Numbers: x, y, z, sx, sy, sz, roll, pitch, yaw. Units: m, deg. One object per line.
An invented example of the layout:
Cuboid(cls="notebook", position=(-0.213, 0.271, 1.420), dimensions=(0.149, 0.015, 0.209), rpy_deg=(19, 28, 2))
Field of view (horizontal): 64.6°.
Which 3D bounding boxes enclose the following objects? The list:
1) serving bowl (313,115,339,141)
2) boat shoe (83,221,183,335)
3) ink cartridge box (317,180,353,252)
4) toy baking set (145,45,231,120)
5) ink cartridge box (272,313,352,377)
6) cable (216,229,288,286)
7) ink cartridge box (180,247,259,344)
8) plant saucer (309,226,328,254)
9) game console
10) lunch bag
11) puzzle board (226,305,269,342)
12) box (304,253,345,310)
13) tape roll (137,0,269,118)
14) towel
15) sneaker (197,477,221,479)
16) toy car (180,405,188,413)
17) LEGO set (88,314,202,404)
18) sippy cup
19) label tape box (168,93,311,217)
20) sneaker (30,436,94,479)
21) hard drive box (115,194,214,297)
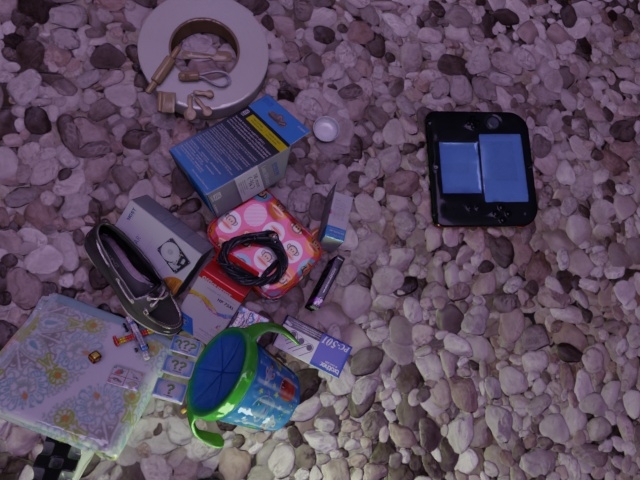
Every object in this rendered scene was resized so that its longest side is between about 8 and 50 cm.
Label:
Cuboid(cls="serving bowl", position=(0.016, -0.343, 1.573), dimensions=(0.083, 0.027, 0.084), rpy_deg=(2, 79, -9))
Cuboid(cls="boat shoe", position=(-0.460, 0.097, 1.259), dimensions=(0.335, 0.095, 0.112), rpy_deg=(49, 45, -2))
Cuboid(cls="ink cartridge box", position=(0.043, -0.069, 1.474), dimensions=(0.061, 0.104, 0.182), rpy_deg=(17, 67, -11))
Cuboid(cls="toy baking set", position=(-0.372, -0.460, 1.458), dimensions=(0.196, 0.030, 0.256), rpy_deg=(28, 83, -9))
Cuboid(cls="ink cartridge box", position=(-0.023, 0.298, 1.429), dimensions=(0.207, 0.046, 0.097), rpy_deg=(27, 76, -4))
Cuboid(cls="cable", position=(-0.180, 0.051, 1.326), dimensions=(0.184, 0.047, 0.151), rpy_deg=(-9, 73, -18))
Cuboid(cls="ink cartridge box", position=(-0.276, 0.151, 1.343), dimensions=(0.134, 0.078, 0.231), rpy_deg=(32, 107, -2))
Cuboid(cls="plant saucer", position=(0.000, 0.000, 1.509), dimensions=(0.083, 0.013, 0.084), rpy_deg=(2, 79, -9))
Cuboid(cls="game console", position=(0.514, -0.229, 1.623), dimensions=(0.341, 0.060, 0.387), rpy_deg=(0, 78, -10))
Cuboid(cls="lunch bag", position=(-0.169, 0.023, 1.420), dimensions=(0.258, 0.120, 0.293), rpy_deg=(-42, 89, -14))
Cuboid(cls="puzzle board", position=(-0.215, 0.258, 1.421), dimensions=(0.096, 0.011, 0.128), rpy_deg=(28, 75, -4))
Cuboid(cls="box", position=(0.012, 0.122, 1.434), dimensions=(0.029, 0.116, 0.162), rpy_deg=(28, 76, -5))
Cuboid(cls="tape roll", position=(-0.348, -0.561, 1.532), dimensions=(0.391, 0.072, 0.393), rpy_deg=(2, 79, -9))
Cuboid(cls="towel", position=(-0.591, 0.319, 1.240), dimensions=(0.374, 0.090, 0.321), rpy_deg=(22, 48, -2))
Cuboid(cls="sneaker", position=(-0.349, 0.669, 1.270), dimensions=(0.223, 0.098, 0.083), rpy_deg=(-16, 82, -12))
Cuboid(cls="toy car", position=(-0.308, 0.455, 1.350), dimensions=(0.121, 0.040, 0.060), rpy_deg=(-20, 83, -14))
Cuboid(cls="LEGO set", position=(-0.427, 0.278, 1.242), dimensions=(0.244, 0.060, 0.183), rpy_deg=(20, 43, -10))
Cuboid(cls="sippy cup", position=(-0.179, 0.371, 1.286), dimensions=(0.224, 0.305, 0.240), rpy_deg=(39, 33, -32))
Cuboid(cls="label tape box", position=(-0.216, -0.243, 1.420), dimensions=(0.333, 0.106, 0.241), rpy_deg=(-33, 55, -14))
Cuboid(cls="sneaker", position=(-0.604, 0.468, 1.264), dimensions=(0.122, 0.146, 0.331), rpy_deg=(15, 52, -1))
Cuboid(cls="hard drive box", position=(-0.434, 0.023, 1.349), dimensions=(0.232, 0.089, 0.181), rpy_deg=(37, 108, 0))
